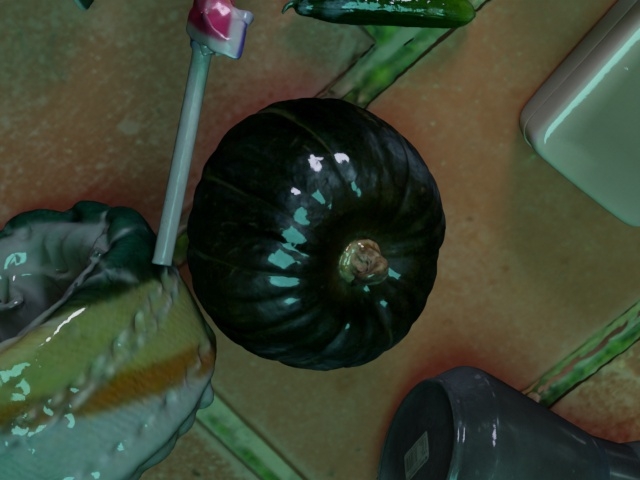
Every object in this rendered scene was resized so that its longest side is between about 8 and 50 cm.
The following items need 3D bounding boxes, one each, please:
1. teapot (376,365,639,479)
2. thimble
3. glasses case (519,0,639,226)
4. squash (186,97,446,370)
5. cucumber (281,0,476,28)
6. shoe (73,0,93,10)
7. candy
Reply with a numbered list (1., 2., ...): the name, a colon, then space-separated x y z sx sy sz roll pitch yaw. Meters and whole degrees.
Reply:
1. teapot: 0.171 0.217 1.560 0.225 0.171 0.203 17 142 -20
2. thimble: -0.222 0.102 1.385 0.254 0.288 0.167 -4 121 42
3. glasses case: 0.305 -0.162 1.448 0.131 0.070 0.313 37 105 -19
4. squash: -0.002 -0.002 1.416 0.172 0.218 0.218 9 118 31
5. cucumber: 0.047 -0.184 1.427 0.155 0.037 0.037 1 113 -8
6. shoe: -0.274 -0.235 1.338 0.265 0.095 0.110 7 113 -12
7. candy: -0.085 -0.162 1.329 0.124 0.124 0.365 11 89 -11
